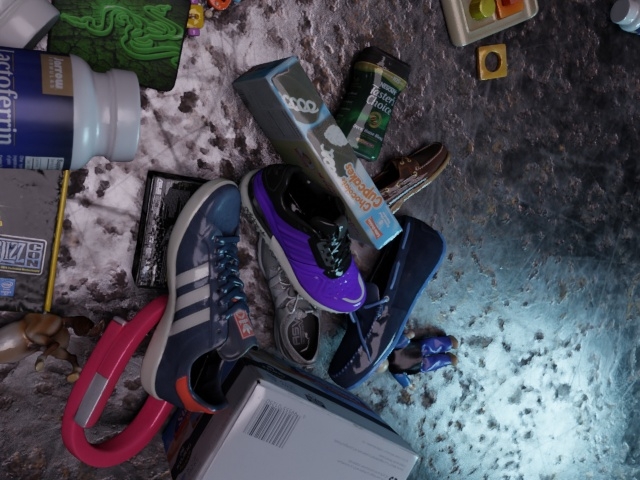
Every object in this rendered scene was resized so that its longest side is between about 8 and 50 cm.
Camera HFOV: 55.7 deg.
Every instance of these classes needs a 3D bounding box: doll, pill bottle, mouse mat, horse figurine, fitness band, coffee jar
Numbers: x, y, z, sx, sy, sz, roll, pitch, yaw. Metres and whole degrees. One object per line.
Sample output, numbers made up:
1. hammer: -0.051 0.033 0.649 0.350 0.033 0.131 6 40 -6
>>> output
1. doll: 0.188 0.241 1.222 0.188 0.046 0.129 -3 102 -21
2. pill bottle: -0.376 -0.168 0.780 0.264 0.153 0.153 -2 102 -27
3. mouse mat: -0.298 -0.311 0.895 0.189 0.007 0.153 9 118 -21
4. horse figurine: -0.447 0.158 0.884 0.263 0.174 0.066 -15 121 -17
5. pill bottle: -0.466 -0.346 0.783 0.229 0.131 0.131 43 84 -24
6. fitness band: -0.288 0.217 0.957 0.291 0.054 0.209 -62 156 -9
7. coffee jar: 0.085 -0.238 1.056 0.096 0.079 0.185 19 94 -24
8. pill bottle: 0.658 -0.459 1.242 0.120 0.067 0.067 5 100 -22

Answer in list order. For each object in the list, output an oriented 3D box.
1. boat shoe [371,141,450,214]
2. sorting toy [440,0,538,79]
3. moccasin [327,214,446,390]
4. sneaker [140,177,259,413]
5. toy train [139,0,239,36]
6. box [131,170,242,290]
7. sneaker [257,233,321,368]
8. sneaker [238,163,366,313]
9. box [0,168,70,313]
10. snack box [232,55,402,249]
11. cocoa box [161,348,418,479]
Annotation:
1. boat shoe: 0.148 -0.117 1.111 0.207 0.073 0.073 -42 115 -8
2. sorting toy: 0.312 -0.473 1.112 0.195 0.047 0.348 -25 110 -15
3. moccasin: 0.099 0.106 1.127 0.116 0.137 0.342 37 73 -20
4. sneaker: -0.147 0.089 0.892 0.131 0.148 0.350 -6 113 -62
5. toy train: -0.209 -0.386 0.926 0.166 0.046 0.125 23 91 -28
6. box: -0.217 -0.012 0.986 0.147 0.077 0.180 7 99 -23
7. sneaker: -0.036 0.089 1.060 0.105 0.115 0.282 -15 107 -18
8. sneaker: -0.001 0.000 0.957 0.293 0.146 0.102 52 53 -18
9. box: -0.536 -0.039 0.854 0.321 0.079 0.257 9 100 -23
10. snack box: -0.008 -0.138 0.982 0.060 0.187 0.322 -39 113 -11
11. cocoa box: -0.059 0.356 1.049 0.347 0.228 0.232 31 89 -24
